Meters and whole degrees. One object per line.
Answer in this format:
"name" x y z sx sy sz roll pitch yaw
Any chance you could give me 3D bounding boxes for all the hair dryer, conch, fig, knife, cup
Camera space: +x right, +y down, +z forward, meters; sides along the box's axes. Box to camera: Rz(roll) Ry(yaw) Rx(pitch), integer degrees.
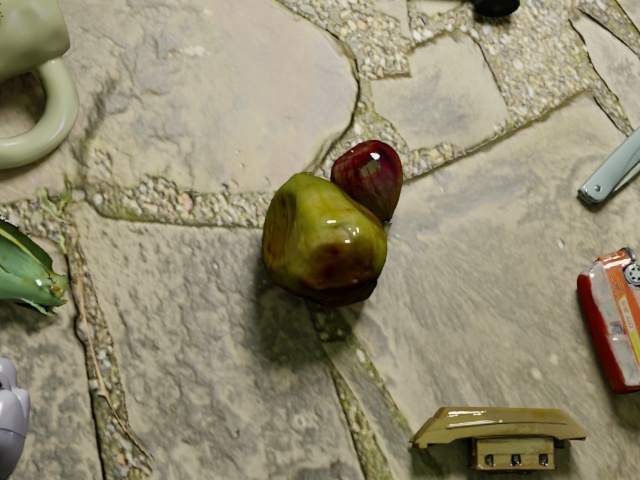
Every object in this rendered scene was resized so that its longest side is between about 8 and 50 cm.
"hair dryer" 0.162 -0.348 1.379 0.198 0.057 0.100 -2 72 -3
"conch" -0.362 0.021 1.187 0.170 0.079 0.105 21 78 -18
"fig" 0.000 0.000 1.205 0.154 0.144 0.165 -21 64 -35
"knife" 0.395 -0.102 1.350 0.162 0.023 0.044 -43 87 -17
"fig" 0.068 -0.056 1.270 0.089 0.089 0.125 -29 105 -15
"cup" -0.406 -0.222 1.227 0.202 0.255 0.173 -29 37 -16

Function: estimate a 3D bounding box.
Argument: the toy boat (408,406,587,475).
"toy boat" 0.204 0.232 1.210 0.201 0.057 0.077 2 80 -7

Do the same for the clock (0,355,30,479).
"clock" -0.400 0.165 1.046 0.189 0.254 0.188 3 69 -6

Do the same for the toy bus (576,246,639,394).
"toy bus" 0.365 0.099 1.262 0.077 0.079 0.174 -16 76 -2
